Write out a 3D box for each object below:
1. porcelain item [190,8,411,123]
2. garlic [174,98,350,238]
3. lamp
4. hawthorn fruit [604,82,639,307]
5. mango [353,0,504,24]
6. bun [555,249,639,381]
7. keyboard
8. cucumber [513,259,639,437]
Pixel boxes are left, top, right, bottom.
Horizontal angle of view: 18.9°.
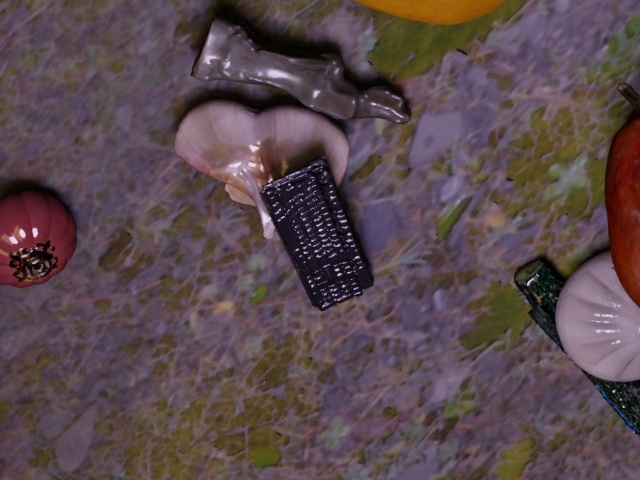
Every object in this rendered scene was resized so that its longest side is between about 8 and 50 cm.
[{"bbox_3d":[-0.013,-0.155,1.847,0.216,0.081,0.069,19,97,-5],"label":"porcelain item"},{"bbox_3d":[-0.060,-0.079,1.885,0.174,0.099,0.124,14,111,3],"label":"garlic"},{"bbox_3d":[-0.301,-0.002,1.959,0.107,0.092,0.107,-17,138,-16],"label":"lamp"},{"bbox_3d":[0.359,-0.046,1.779,0.224,0.224,0.261,-28,97,20],"label":"hawthorn fruit"},{"bbox_3d":[0.054,-0.294,1.713,0.290,0.191,0.160,34,124,-15],"label":"mango"},{"bbox_3d":[0.305,0.078,1.889,0.138,0.094,0.138,-1,100,-8],"label":"bun"},{"bbox_3d":[0.000,0.001,1.880,0.072,0.023,0.231,-26,146,-2],"label":"keyboard"},{"bbox_3d":[0.284,0.124,1.962,0.043,0.044,0.256,-23,115,44],"label":"cucumber"}]
